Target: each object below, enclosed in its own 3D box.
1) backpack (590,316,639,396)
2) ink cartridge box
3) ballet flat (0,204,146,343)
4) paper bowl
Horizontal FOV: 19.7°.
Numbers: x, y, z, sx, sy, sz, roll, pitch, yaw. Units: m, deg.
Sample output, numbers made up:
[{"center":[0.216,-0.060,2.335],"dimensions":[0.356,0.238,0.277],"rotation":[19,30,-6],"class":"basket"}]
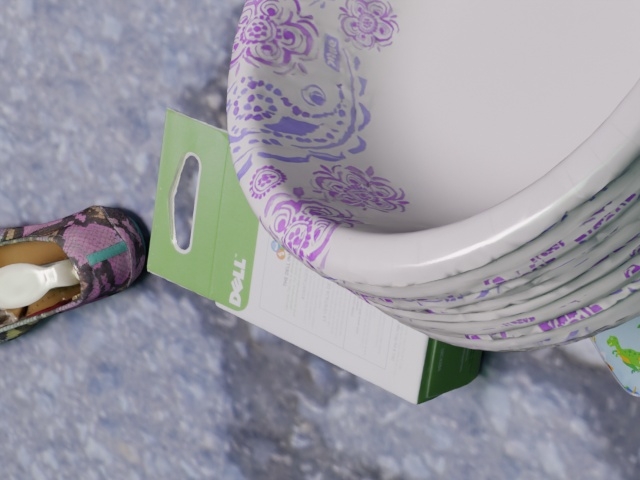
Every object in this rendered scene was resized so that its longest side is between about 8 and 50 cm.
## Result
[{"center":[0.174,0.014,0.905],"dimensions":[0.105,0.084,0.114],"rotation":[-44,72,37],"class":"backpack"},{"center":[0.000,0.000,1.060],"dimensions":[0.209,0.062,0.109],"rotation":[24,117,33],"class":"ink cartridge box"},{"center":[-0.210,0.029,1.233],"dimensions":[0.221,0.079,0.077],"rotation":[-18,92,42],"class":"ballet flat"},{"center":[0.106,-0.086,0.843],"dimensions":[0.284,0.148,0.284],"rotation":[-25,50,34],"class":"paper bowl"}]
